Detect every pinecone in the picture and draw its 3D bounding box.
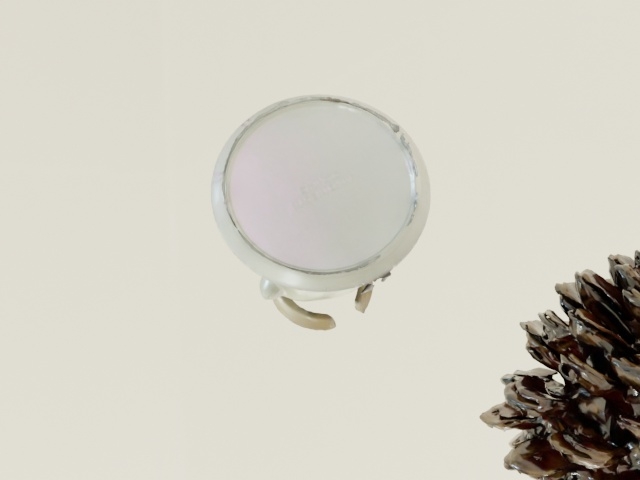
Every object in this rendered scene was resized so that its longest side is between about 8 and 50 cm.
[{"bbox_3d":[0.244,0.105,1.454,0.221,0.221,0.221,-3,163,-1],"label":"pinecone"}]

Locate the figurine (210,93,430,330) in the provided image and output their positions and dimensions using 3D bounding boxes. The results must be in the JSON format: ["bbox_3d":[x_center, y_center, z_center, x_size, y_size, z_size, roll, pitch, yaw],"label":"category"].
[{"bbox_3d":[0.000,0.000,1.170,0.132,0.132,0.153,-3,156,-2],"label":"figurine"}]
